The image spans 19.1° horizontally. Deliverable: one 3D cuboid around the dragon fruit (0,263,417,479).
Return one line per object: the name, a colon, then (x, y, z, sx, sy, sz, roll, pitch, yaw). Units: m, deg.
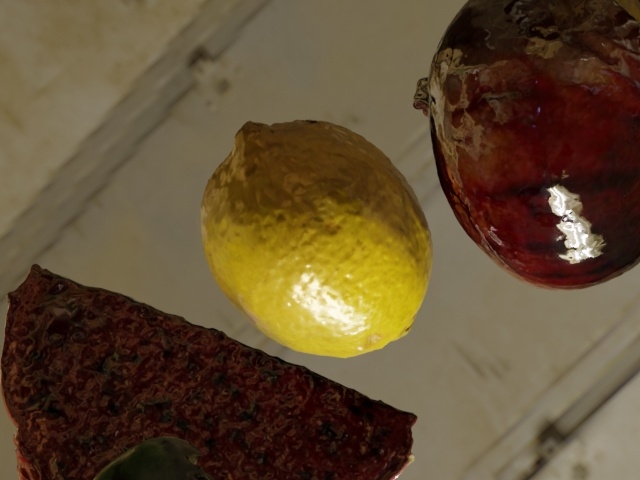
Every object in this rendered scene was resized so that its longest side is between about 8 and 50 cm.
dragon fruit: (-0.114, 0.180, 1.387, 0.152, 0.317, 0.205, 115, -1, -55)

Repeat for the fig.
fig: (0.166, -0.083, 1.331, 0.235, 0.214, 0.235, 14, 90, -84)

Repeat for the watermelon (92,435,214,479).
watermelon: (-0.025, 0.217, 0.851, 0.123, 0.301, 0.129, -34, 167, 6)

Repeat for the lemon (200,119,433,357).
lemon: (0.000, 0.000, 1.637, 0.188, 0.256, 0.188, -30, -153, 17)
